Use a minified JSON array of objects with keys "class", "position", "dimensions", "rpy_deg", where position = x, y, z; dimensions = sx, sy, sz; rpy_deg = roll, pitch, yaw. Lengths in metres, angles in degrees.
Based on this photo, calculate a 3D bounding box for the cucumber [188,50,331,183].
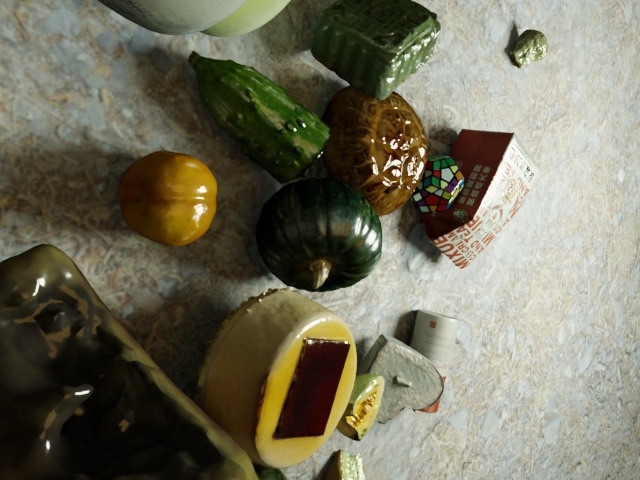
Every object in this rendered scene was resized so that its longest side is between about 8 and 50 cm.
[{"class":"cucumber","position":[-0.106,-0.208,0.789],"dimensions":[0.244,0.134,0.134],"rpy_deg":[37,75,-25]}]

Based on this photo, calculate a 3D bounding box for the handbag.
[{"class":"handbag","position":[0.356,-0.088,1.126],"dimensions":[0.171,0.151,0.298],"rpy_deg":[30,83,-41]}]

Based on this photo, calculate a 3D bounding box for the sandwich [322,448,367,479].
[{"class":"sandwich","position":[0.032,0.575,1.027],"dimensions":[0.094,0.096,0.257],"rpy_deg":[30,81,-41]}]

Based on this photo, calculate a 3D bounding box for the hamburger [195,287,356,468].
[{"class":"hamburger","position":[-0.074,0.223,0.819],"dimensions":[0.302,0.170,0.301],"rpy_deg":[-20,116,-47]}]

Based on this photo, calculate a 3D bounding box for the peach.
[{"class":"peach","position":[-0.221,-0.060,0.715],"dimensions":[0.138,0.138,0.138],"rpy_deg":[-6,101,-36]}]

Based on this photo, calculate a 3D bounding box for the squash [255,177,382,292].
[{"class":"squash","position":[0.000,-0.005,0.842],"dimensions":[0.218,0.172,0.218],"rpy_deg":[-6,118,-11]}]

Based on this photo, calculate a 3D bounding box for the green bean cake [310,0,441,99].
[{"class":"green bean cake","position":[0.098,-0.356,0.867],"dimensions":[0.181,0.173,0.094],"rpy_deg":[-42,161,-26]}]

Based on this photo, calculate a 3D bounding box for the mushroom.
[{"class":"mushroom","position":[0.103,-0.168,0.930],"dimensions":[0.253,0.153,0.252],"rpy_deg":[-2,93,-45]}]

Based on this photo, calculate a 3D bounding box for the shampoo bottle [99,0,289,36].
[{"class":"shampoo bottle","position":[-0.173,-0.414,0.565],"dimensions":[0.317,0.323,0.322],"rpy_deg":[11,90,-59]}]

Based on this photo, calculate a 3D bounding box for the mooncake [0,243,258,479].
[{"class":"mooncake","position":[-0.265,0.224,0.559],"dimensions":[0.246,0.394,0.393],"rpy_deg":[-45,120,-21]}]

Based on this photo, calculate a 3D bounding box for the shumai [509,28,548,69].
[{"class":"shumai","position":[0.507,-0.472,1.226],"dimensions":[0.080,0.082,0.083],"rpy_deg":[-33,94,-27]}]

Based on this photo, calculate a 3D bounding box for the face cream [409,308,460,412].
[{"class":"face cream","position":[0.245,0.272,1.132],"dimensions":[0.096,0.096,0.214],"rpy_deg":[15,89,-37]}]

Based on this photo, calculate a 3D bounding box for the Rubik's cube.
[{"class":"Rubik's cube","position":[0.236,-0.121,1.043],"dimensions":[0.112,0.133,0.132],"rpy_deg":[16,87,-41]}]

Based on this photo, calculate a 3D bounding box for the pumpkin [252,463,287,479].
[{"class":"pumpkin","position":[-0.152,0.463,0.801],"dimensions":[0.238,0.159,0.237],"rpy_deg":[-13,128,-18]}]

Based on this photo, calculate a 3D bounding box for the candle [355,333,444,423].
[{"class":"candle","position":[0.154,0.282,1.044],"dimensions":[0.193,0.068,0.168],"rpy_deg":[-14,95,-5]}]

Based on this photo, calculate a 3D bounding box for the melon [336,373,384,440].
[{"class":"melon","position":[0.067,0.308,0.965],"dimensions":[0.128,0.079,0.160],"rpy_deg":[-42,142,-28]}]
